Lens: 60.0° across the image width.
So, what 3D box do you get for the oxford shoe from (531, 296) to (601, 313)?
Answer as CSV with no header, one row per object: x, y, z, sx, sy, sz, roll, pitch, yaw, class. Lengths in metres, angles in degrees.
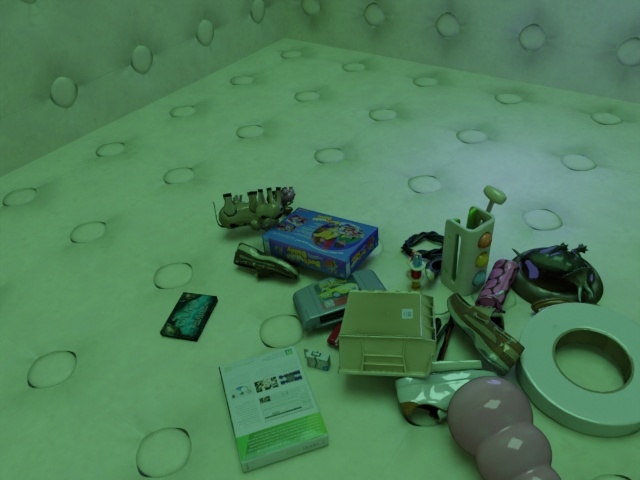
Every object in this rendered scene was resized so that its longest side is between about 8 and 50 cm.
0.761,0.226,1.706,0.212,0.076,0.076,6,48,12,oxford shoe

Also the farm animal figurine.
-0.243,-0.103,2.106,0.326,0.173,0.330,-5,3,4,farm animal figurine

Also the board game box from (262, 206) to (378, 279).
0.000,0.000,1.973,0.346,0.078,0.233,16,38,30,board game box

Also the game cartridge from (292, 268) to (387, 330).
0.062,0.184,1.797,0.293,0.060,0.196,-17,25,-8,game cartridge

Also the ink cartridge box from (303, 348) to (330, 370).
-0.014,0.350,1.630,0.083,0.048,0.028,9,40,18,ink cartridge box

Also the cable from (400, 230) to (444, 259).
0.384,0.014,2.026,0.184,0.047,0.151,-2,38,3,cable

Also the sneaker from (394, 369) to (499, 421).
0.348,0.421,1.494,0.289,0.106,0.123,-5,65,-7,sneaker

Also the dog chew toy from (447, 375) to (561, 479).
0.443,0.490,1.306,0.206,0.207,0.332,-15,48,-14,dog chew toy

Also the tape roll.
0.739,0.342,1.523,0.391,0.072,0.392,-4,45,4,tape roll

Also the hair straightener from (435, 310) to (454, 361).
0.351,0.279,1.671,0.089,0.047,0.230,31,45,6,hair straightener

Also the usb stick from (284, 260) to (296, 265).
-0.003,0.037,2.033,0.277,0.045,0.077,-13,32,-12,usb stick

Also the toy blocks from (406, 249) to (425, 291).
0.320,0.082,1.863,0.054,0.148,0.123,0,39,4,toy blocks

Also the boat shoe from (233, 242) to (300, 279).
-0.195,0.097,1.956,0.257,0.095,0.095,22,78,25,boat shoe

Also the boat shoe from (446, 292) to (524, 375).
0.483,0.251,1.617,0.116,0.123,0.324,-44,35,10,boat shoe

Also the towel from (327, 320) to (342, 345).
0.178,0.292,1.704,0.274,0.031,0.199,17,41,22,towel

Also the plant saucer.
0.789,0.115,1.864,0.310,0.050,0.311,-2,37,2,plant saucer

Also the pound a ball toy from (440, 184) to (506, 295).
0.518,0.006,1.803,0.208,0.319,0.135,-26,43,-27,pound a ball toy

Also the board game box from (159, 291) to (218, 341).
-0.429,0.247,1.816,0.126,0.026,0.186,6,39,11,board game box

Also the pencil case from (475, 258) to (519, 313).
0.577,0.145,1.790,0.095,0.098,0.209,25,51,14,pencil case

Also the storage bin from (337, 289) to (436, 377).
0.190,0.254,1.562,0.260,0.123,0.262,1,22,10,storage bin

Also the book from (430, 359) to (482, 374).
0.368,0.360,1.549,0.144,0.096,0.035,-5,66,1,book

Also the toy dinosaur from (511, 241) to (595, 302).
0.764,0.062,1.791,0.313,0.121,0.160,32,31,33,toy dinosaur

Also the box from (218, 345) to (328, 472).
-0.135,0.447,1.514,0.232,0.059,0.322,-13,38,-12,box

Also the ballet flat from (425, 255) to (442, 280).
0.397,0.089,1.893,0.049,0.058,0.173,-18,10,33,ballet flat
